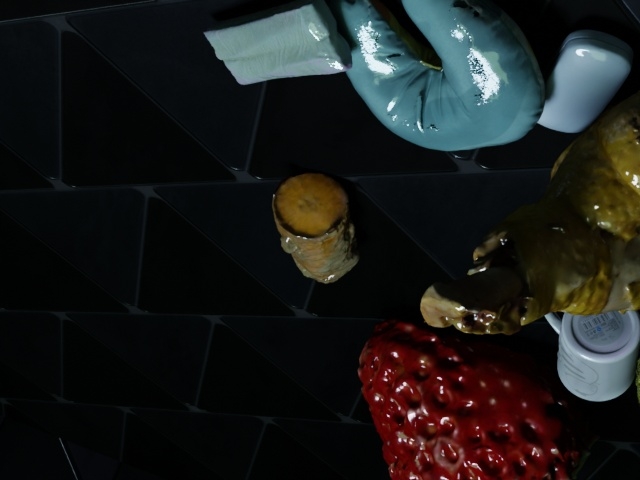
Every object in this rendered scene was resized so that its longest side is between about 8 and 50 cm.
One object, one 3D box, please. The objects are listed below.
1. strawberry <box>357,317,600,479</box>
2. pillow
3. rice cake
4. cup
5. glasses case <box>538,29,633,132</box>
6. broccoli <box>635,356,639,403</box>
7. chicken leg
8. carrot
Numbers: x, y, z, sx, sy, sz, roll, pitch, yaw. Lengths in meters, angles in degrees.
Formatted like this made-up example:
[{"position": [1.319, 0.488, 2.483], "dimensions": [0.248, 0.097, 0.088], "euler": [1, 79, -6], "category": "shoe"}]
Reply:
[{"position": [0.185, 0.258, 2.562], "dimensions": [0.345, 0.295, 0.317], "euler": [36, -165, 8], "category": "strawberry"}, {"position": [0.116, -0.176, 1.868], "dimensions": [0.214, 0.086, 0.233], "euler": [51, 151, -21], "category": "pillow"}, {"position": [-0.043, -0.204, 1.962], "dimensions": [0.222, 0.042, 0.080], "euler": [-2, 125, 59], "category": "rice cake"}, {"position": [0.328, 0.126, 2.339], "dimensions": [0.136, 0.099, 0.133], "euler": [16, 157, 12], "category": "cup"}, {"position": [0.254, -0.155, 1.858], "dimensions": [0.067, 0.045, 0.178], "euler": [19, 157, -4], "category": "glasses case"}, {"position": [0.444, 0.165, 2.302], "dimensions": [0.120, 0.130, 0.131], "euler": [33, 147, 38], "category": "broccoli"}, {"position": [0.259, -0.030, 1.810], "dimensions": [0.182, 0.409, 0.295], "euler": [51, 139, 20], "category": "chicken leg"}, {"position": [0.000, 0.000, 2.382], "dimensions": [0.102, 0.101, 0.263], "euler": [17, 162, 11], "category": "carrot"}]
